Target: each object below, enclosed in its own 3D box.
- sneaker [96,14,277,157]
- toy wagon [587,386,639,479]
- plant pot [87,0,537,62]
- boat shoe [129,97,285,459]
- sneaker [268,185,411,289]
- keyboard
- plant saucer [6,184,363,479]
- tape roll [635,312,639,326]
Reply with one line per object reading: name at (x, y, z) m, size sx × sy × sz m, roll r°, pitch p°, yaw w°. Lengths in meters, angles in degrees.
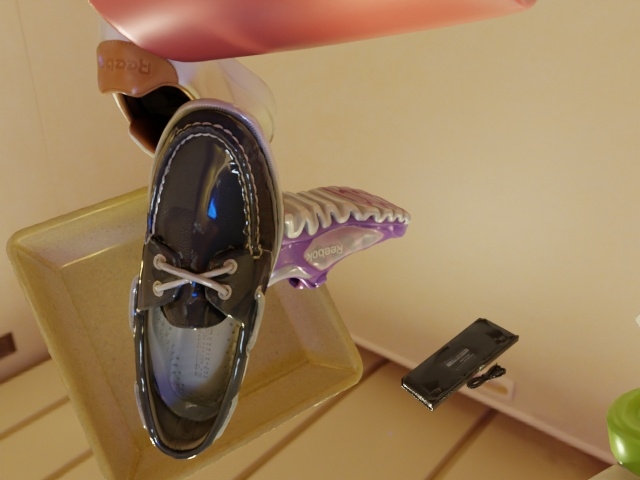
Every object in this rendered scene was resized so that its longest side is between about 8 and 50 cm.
sneaker at (-0.120, -0.115, 0.595) m, size 0.105 × 0.123 × 0.290 m, roll 5°, pitch 169°, yaw 16°
toy wagon at (0.105, 0.234, 0.290) m, size 0.344 × 0.268 × 0.068 m, roll -20°, pitch -165°, yaw -20°
plant pot at (-0.022, -0.239, 0.396) m, size 0.243 × 0.275 × 0.275 m, roll -11°, pitch -162°, yaw 32°
boat shoe at (-0.092, 0.044, 0.515) m, size 0.114 × 0.303 × 0.091 m, roll 5°, pitch -150°, yaw 2°
sneaker at (0.000, 0.000, 0.720) m, size 0.236 × 0.105 × 0.095 m, roll -7°, pitch -158°, yaw -39°
keyboard at (0.219, 0.188, 0.974) m, size 0.180 × 0.023 × 0.108 m, roll -34°, pitch -147°, yaw -19°
plant saucer at (-0.159, 0.094, 0.810) m, size 0.332 × 0.333 × 0.081 m, roll -23°, pitch 173°, yaw -24°
tape roll at (0.653, 0.092, 1.030) m, size 0.286 × 0.286 × 0.100 m, roll -16°, pitch -115°, yaw -28°
